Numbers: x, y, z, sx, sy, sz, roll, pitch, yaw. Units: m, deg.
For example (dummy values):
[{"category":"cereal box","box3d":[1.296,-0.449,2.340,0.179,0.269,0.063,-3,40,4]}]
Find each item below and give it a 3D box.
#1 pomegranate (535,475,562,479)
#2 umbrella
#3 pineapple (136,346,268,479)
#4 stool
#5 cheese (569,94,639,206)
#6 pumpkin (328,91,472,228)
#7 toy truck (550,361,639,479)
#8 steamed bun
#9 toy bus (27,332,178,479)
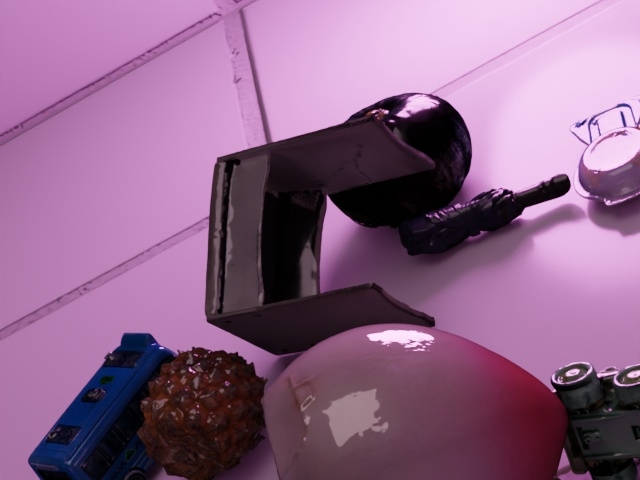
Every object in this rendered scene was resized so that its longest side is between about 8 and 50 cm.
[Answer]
[{"category":"pomegranate","box3d":[0.197,0.319,1.059,0.202,0.248,0.202,-7,-8,-1]},{"category":"umbrella","box3d":[0.228,-0.033,1.785,0.248,0.071,0.071,-17,30,13]},{"category":"pineapple","box3d":[-0.141,0.208,1.660,0.166,0.166,0.193,-15,33,30]},{"category":"stool","box3d":[0.000,0.000,1.734,0.270,0.170,0.243,-14,63,31]},{"category":"cheese","box3d":[0.400,-0.120,1.746,0.135,0.052,0.244,-22,29,18]},{"category":"pumpkin","box3d":[0.110,-0.121,1.927,0.233,0.163,0.233,-24,26,13]},{"category":"toy truck","box3d":[0.365,0.153,1.272,0.259,0.128,0.135,-10,21,36]},{"category":"steamed bun","box3d":[0.105,0.216,1.262,0.309,0.309,0.309,-24,29,14]},{"category":"toy bus","box3d":[-0.271,0.247,1.746,0.113,0.134,0.246,-2,41,43]}]
